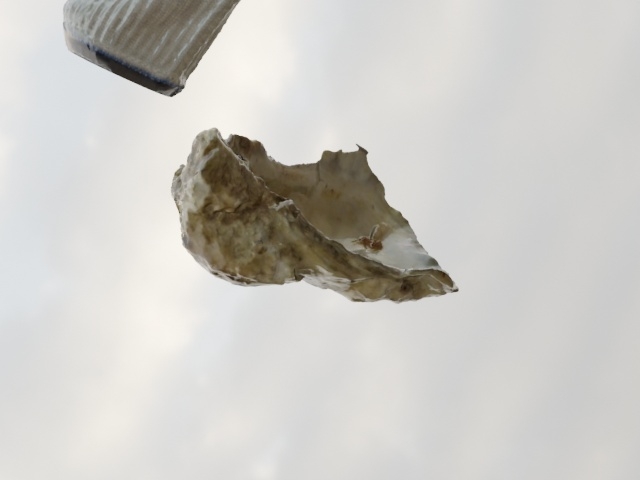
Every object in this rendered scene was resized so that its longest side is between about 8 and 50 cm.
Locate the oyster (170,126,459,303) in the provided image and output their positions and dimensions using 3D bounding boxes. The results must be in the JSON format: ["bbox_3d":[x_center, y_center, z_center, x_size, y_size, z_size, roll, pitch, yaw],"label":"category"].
[{"bbox_3d":[-0.012,-0.009,1.126,0.232,0.161,0.107,18,-70,-35],"label":"oyster"}]

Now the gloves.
[{"bbox_3d":[-0.044,-0.175,0.751,0.229,0.119,0.097,-51,-51,-7],"label":"gloves"}]
